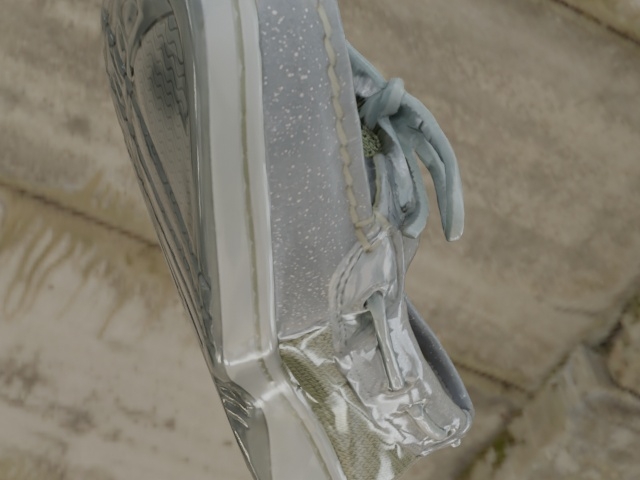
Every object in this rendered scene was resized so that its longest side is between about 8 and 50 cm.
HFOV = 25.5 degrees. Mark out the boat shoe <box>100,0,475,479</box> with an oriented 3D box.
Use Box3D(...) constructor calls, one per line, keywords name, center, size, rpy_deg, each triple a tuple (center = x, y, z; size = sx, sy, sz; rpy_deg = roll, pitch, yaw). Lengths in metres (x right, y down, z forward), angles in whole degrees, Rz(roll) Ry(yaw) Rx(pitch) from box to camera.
Box3D(name="boat shoe", center=(0.001, 0.003, 0.484), size=(0.103, 0.118, 0.320), rpy_deg=(-21, -35, -7))
